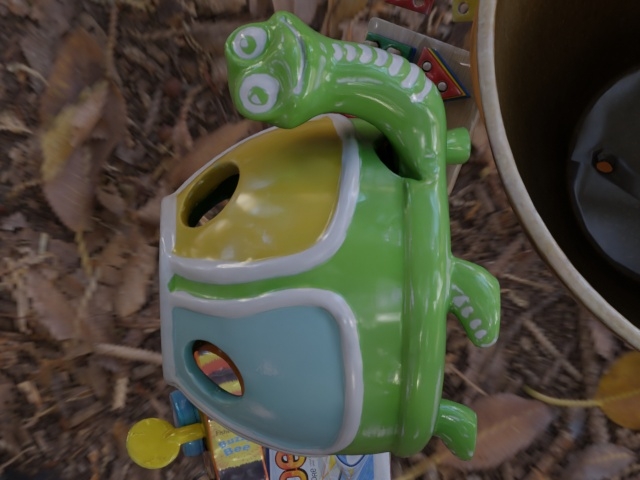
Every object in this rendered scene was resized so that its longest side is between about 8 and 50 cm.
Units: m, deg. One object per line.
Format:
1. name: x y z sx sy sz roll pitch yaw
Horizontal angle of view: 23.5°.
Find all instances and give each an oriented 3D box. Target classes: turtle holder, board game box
1. turtle holder: 0.000 0.020 1.086 0.227 0.320 0.243 0 65 -3
2. board game box: 0.009 0.235 1.678 0.136 0.035 0.201 -3 87 5

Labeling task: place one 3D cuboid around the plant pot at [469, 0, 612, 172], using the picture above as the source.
1. plant pot: 0.297 -0.155 1.244 0.203 0.291 0.291 -34 88 -41

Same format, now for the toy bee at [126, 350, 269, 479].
1. toy bee: -0.079 0.209 1.572 0.195 0.162 0.298 -30 132 1

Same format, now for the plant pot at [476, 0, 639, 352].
1. plant pot: 0.173 -0.046 0.613 0.237 0.254 0.237 0 83 2

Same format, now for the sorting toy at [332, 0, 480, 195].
1. sorting toy: 0.080 -0.133 1.417 0.132 0.046 0.274 24 100 22
